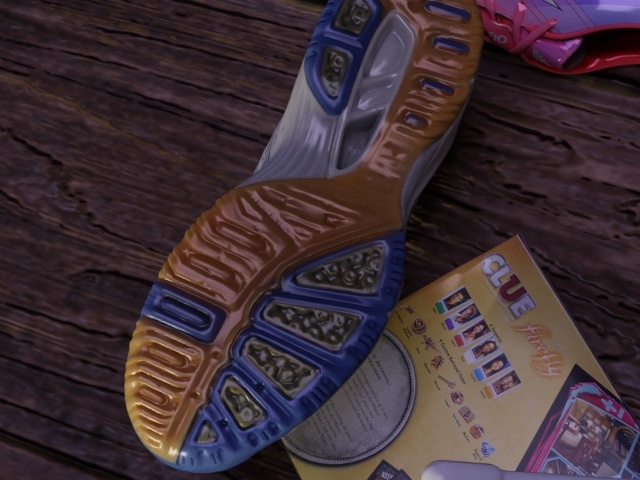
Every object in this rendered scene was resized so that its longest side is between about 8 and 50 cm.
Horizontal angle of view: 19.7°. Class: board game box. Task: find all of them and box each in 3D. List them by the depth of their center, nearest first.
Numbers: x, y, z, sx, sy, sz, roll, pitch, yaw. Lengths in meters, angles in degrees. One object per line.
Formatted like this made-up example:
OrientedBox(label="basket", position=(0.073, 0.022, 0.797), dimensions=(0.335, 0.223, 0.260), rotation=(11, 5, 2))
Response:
OrientedBox(label="board game box", position=(0.090, 0.136, 0.924), dimensions=(0.165, 0.042, 0.243), rotation=(-29, 62, 1))

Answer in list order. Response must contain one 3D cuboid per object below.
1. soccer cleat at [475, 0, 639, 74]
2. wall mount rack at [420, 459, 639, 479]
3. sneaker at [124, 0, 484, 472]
OrientedBox(label="soccer cleat", position=(0.107, -0.139, 1.027), dimensions=(0.248, 0.083, 0.095), rotation=(9, 73, 16))
OrientedBox(label="wall mount rack", position=(0.226, 0.150, 0.782), dimensions=(0.304, 0.130, 0.350), rotation=(-24, 42, 6))
OrientedBox(label="sneaker", position=(0.000, 0.000, 0.964), dimensions=(0.112, 0.131, 0.296), rotation=(30, 71, 6))
